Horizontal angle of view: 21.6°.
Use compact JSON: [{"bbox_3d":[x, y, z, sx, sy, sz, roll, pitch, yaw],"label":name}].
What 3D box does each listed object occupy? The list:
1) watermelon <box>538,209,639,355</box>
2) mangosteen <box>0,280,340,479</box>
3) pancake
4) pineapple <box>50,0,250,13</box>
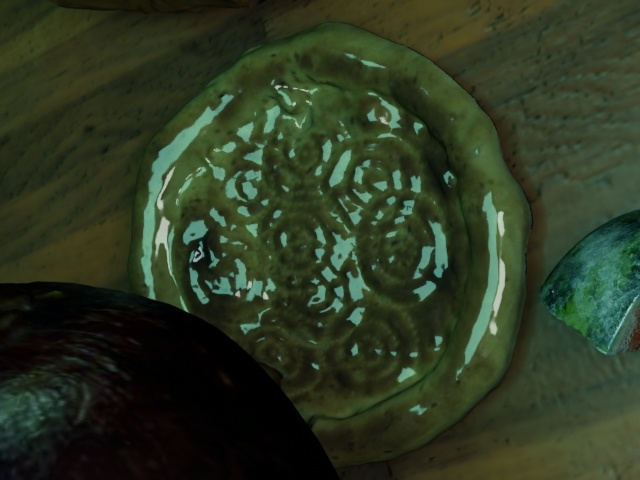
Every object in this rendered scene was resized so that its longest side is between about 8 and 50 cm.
[{"bbox_3d":[0.143,0.022,0.745,0.085,0.085,0.061,-19,116,28],"label":"watermelon"},{"bbox_3d":[-0.125,0.171,0.741,0.330,0.330,0.330,-4,83,30],"label":"mangosteen"},{"bbox_3d":[0.000,0.000,0.836,0.235,0.029,0.211,24,96,29],"label":"pancake"},{"bbox_3d":[-0.081,-0.300,0.828,0.223,0.223,0.357,6,79,31],"label":"pineapple"}]
